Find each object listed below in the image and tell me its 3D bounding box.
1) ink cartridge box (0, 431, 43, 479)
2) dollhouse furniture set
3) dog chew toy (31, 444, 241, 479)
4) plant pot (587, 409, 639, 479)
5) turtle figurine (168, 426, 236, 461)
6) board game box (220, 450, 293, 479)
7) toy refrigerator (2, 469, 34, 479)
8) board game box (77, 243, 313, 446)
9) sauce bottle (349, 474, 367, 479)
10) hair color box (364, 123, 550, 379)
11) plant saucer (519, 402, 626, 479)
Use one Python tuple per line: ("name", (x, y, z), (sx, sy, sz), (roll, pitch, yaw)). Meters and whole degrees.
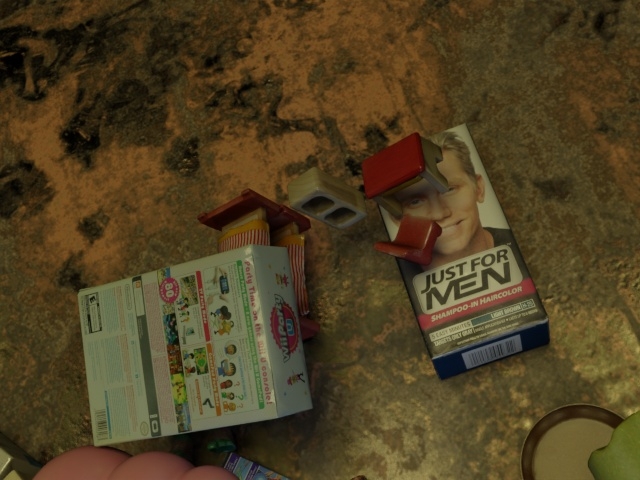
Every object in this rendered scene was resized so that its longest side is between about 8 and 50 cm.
("ink cartridge box", (-0.527, 0.327, 1.339), (0.180, 0.104, 0.060), (27, 76, 26))
("dollhouse furniture set", (0.000, 0.000, 1.241), (0.374, 0.152, 0.201), (-27, 56, 33))
("dog chew toy", (-0.239, 0.374, 1.155), (0.332, 0.206, 0.207), (-10, 62, 21))
("plant pot", (0.455, 0.311, 0.981), (0.276, 0.276, 0.254), (-32, 56, -1))
("turtle figurine", (-0.193, 0.206, 1.286), (0.175, 0.118, 0.234), (-28, 63, 34))
("board game box", (-0.114, 0.418, 1.216), (0.136, 0.035, 0.201), (19, 71, 23))
("toy refrigerator", (-0.498, 0.477, 1.259), (0.269, 0.102, 0.094), (-46, 62, -9))
("board game box", (-0.178, 0.146, 1.169), (0.303, 0.097, 0.224), (-14, 80, 28))
("sauce bottle", (0.073, 0.386, 1.176), (0.042, 0.042, 0.128), (-30, 63, 0))
("hair color box", (0.198, 0.011, 1.286), (0.174, 0.105, 0.347), (-20, 60, 5))
("plant saucer", (0.352, 0.303, 1.144), (0.168, 0.029, 0.168), (-7, 62, 13))
